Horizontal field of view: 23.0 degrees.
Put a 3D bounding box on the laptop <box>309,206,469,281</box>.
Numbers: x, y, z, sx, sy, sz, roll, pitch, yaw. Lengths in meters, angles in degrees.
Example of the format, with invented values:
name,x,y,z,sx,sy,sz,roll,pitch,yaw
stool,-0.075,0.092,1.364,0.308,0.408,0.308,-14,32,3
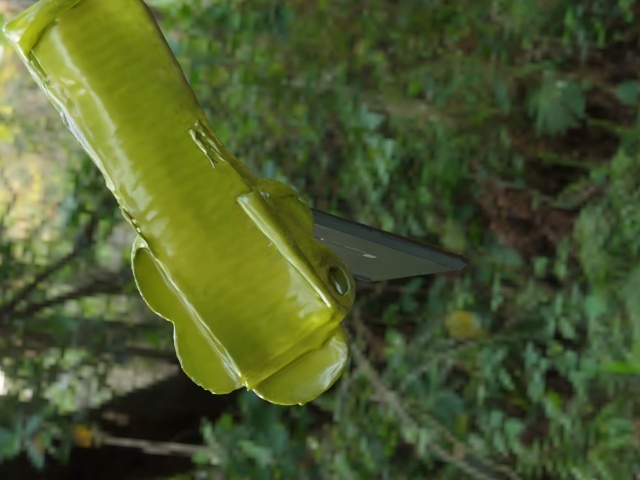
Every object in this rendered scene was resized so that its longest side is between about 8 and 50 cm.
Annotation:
name,x,y,z,sx,sy,sz,roll,pitch,yaw
laptop,0.000,0.000,1.188,0.135,0.197,0.016,-8,70,56

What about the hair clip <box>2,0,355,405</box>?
name,x,y,z,sx,sy,sz,roll,pitch,yaw
hair clip,-0.050,-0.015,0.570,0.173,0.072,0.046,54,178,-9
